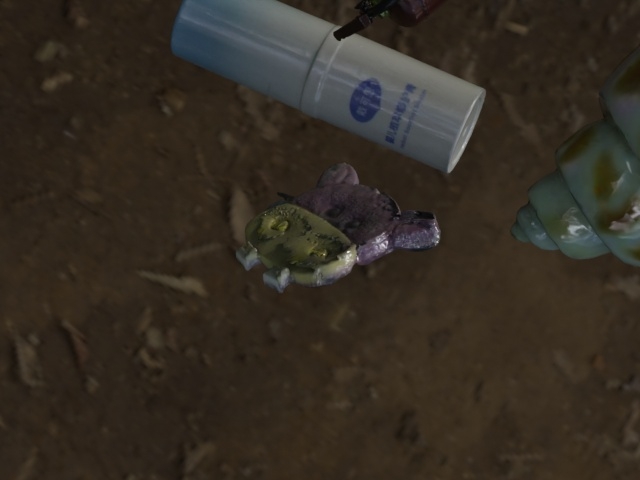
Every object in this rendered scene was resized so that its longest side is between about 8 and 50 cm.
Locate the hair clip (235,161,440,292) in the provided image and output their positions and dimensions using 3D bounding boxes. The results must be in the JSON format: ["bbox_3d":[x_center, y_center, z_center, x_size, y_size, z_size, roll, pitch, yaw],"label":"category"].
[{"bbox_3d":[-0.003,-0.007,1.453,0.146,0.187,0.056,-28,113,-20],"label":"hair clip"}]

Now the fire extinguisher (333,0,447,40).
[{"bbox_3d":[0.062,-0.134,0.763,0.132,0.056,0.039,-40,99,-6],"label":"fire extinguisher"}]

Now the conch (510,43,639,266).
[{"bbox_3d":[0.275,-0.071,0.806,0.197,0.368,0.249,-7,69,-45],"label":"conch"}]

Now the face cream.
[{"bbox_3d":[0.005,-0.137,1.363,0.077,0.250,0.077,24,90,-80],"label":"face cream"}]
